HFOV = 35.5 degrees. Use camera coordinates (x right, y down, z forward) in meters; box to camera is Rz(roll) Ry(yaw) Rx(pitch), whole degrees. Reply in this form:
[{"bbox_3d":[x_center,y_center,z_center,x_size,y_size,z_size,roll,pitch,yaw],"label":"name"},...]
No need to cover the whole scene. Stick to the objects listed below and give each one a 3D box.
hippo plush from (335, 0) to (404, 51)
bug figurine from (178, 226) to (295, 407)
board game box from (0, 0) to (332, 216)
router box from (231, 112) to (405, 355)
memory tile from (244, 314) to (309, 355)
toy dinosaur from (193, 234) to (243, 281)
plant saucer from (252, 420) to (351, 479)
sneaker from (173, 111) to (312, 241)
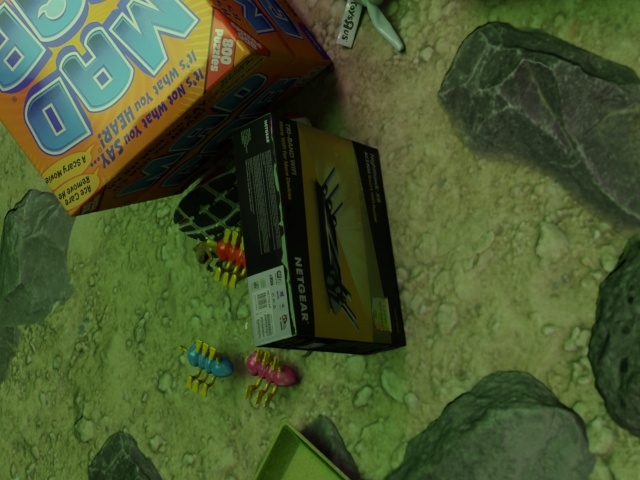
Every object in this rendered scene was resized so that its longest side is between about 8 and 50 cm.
[{"bbox_3d":[0.001,-0.461,1.484,0.234,0.236,0.294,14,91,40],"label":"hippo plush"},{"bbox_3d":[-0.112,0.126,1.552,0.216,0.072,0.279,27,110,26],"label":"bug figurine"},{"bbox_3d":[-0.267,-0.298,1.503,0.356,0.356,0.356,-39,85,19],"label":"board game box"},{"bbox_3d":[0.000,0.000,1.401,0.081,0.243,0.309,-19,71,36],"label":"router box"},{"bbox_3d":[-0.057,0.113,1.580,0.148,0.012,0.113,16,93,41],"label":"memory tile"},{"bbox_3d":[-0.145,0.000,1.640,0.211,0.064,0.112,-28,64,33],"label":"toy dinosaur"},{"bbox_3d":[-0.023,0.395,1.479,0.188,0.045,0.188,36,105,38],"label":"plant saucer"},{"bbox_3d":[-0.117,-0.102,1.610,0.279,0.107,0.118,-37,21,17],"label":"sneaker"}]
